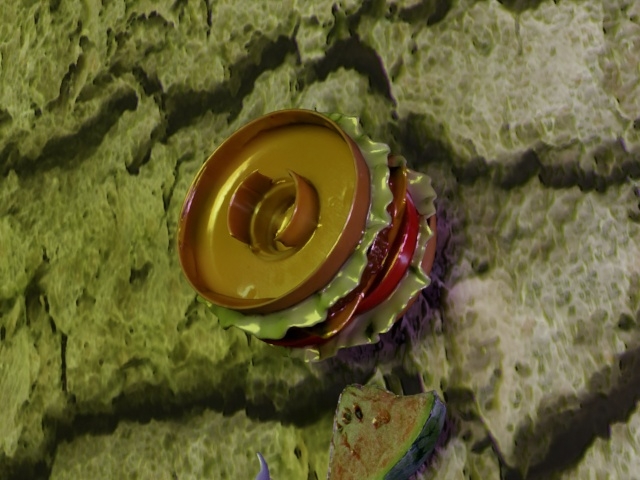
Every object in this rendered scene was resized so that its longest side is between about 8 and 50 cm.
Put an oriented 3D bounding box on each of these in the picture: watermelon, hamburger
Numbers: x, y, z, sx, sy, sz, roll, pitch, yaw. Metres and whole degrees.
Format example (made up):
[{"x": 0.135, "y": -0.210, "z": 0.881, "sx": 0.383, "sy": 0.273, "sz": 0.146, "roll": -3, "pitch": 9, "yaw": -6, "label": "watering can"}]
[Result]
[{"x": 0.067, "y": 0.208, "z": 1.508, "sx": 0.187, "sy": 0.071, "sz": 0.139, "roll": -45, "pitch": 44, "yaw": 21, "label": "watermelon"}, {"x": 0.000, "y": 0.000, "z": 1.546, "sx": 0.274, "sy": 0.212, "sz": 0.275, "roll": -17, "pitch": 60, "yaw": 32, "label": "hamburger"}]

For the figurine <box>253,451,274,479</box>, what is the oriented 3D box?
[{"x": -0.025, "y": 0.327, "z": 1.451, "sx": 0.183, "sy": 0.208, "sz": 0.128, "roll": -21, "pitch": 21, "yaw": 44, "label": "figurine"}]
